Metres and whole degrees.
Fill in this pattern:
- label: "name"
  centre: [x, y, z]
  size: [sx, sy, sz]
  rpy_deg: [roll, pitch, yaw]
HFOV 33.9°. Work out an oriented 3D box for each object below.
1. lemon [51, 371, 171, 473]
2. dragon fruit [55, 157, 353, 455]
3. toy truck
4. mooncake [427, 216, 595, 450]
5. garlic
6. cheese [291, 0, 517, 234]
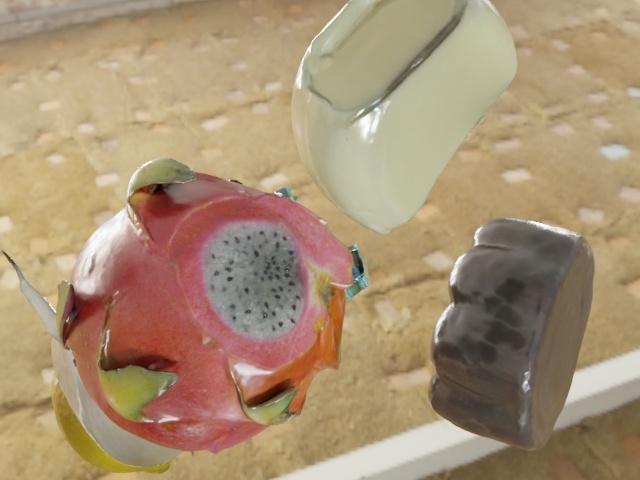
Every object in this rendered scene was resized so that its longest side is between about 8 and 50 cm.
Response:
- label: "lemon"
  centre: [-0.283, 0.228, 1.494]
  size: [0.188, 0.256, 0.188]
  rpy_deg: [-19, -158, 8]
- label: "dragon fruit"
  centre: [-0.102, 0.060, 1.014]
  size: [0.291, 0.189, 0.290]
  rpy_deg: [9, -117, -17]
- label: "toy truck"
  centre: [0.000, 0.000, 1.379]
  size: [0.081, 0.067, 0.175]
  rpy_deg: [-28, -113, 1]
- label: "mooncake"
  centre: [0.257, 0.122, 1.393]
  size: [0.154, 0.306, 0.306]
  rpy_deg: [14, -142, 28]
- label: "garlic"
  centre: [-0.178, 0.118, 1.209]
  size: [0.231, 0.340, 0.246]
  rpy_deg: [-25, -107, 2]
- label: "cheese"
  centre: [0.091, -0.146, 1.102]
  size: [0.266, 0.233, 0.127]
  rpy_deg: [-49, -129, -7]
